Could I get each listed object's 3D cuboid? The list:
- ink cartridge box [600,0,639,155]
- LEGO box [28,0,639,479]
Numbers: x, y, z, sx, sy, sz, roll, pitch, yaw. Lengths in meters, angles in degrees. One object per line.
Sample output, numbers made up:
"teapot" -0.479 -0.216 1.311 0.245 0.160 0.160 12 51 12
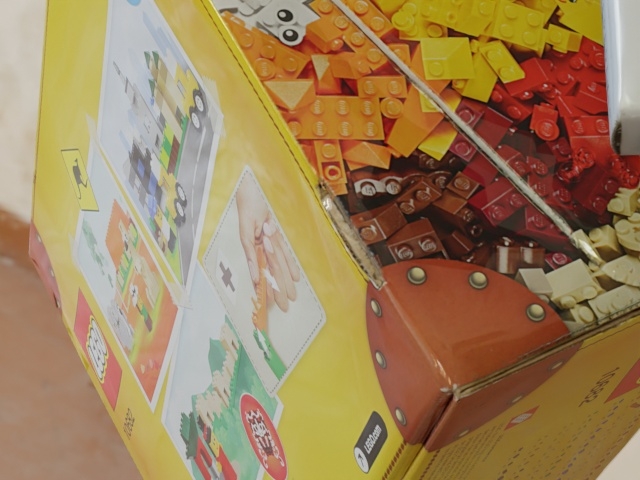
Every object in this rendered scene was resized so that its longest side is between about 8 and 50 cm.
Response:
"ink cartridge box" 0.262 -0.198 0.682 0.307 0.304 0.072 -3 -14 6
"LEGO box" 0.000 0.000 0.941 0.193 0.500 0.372 -22 68 -22
